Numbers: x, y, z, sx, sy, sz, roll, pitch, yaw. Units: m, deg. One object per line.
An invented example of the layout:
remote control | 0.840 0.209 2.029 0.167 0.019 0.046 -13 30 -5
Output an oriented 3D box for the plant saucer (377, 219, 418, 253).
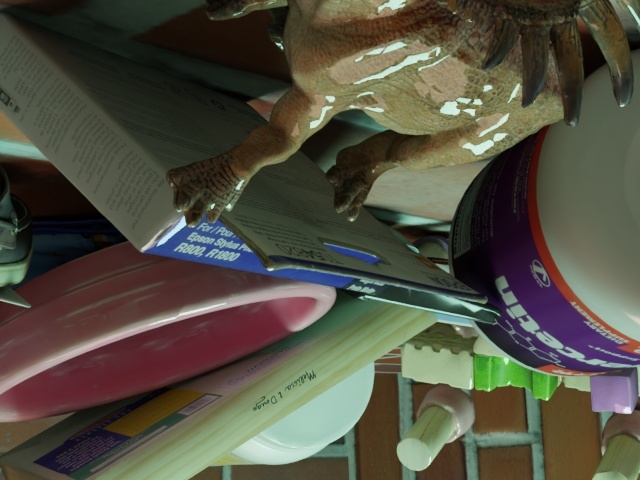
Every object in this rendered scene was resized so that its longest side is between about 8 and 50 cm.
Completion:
plant saucer | 0.000 0.000 1.214 0.195 0.037 0.195 -2 170 0

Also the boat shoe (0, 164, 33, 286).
boat shoe | -0.257 -0.024 0.848 0.103 0.092 0.285 25 -174 5

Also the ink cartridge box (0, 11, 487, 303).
ink cartridge box | -0.045 -0.024 0.657 0.224 0.045 0.223 41 -165 31

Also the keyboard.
keyboard | -0.027 -0.006 0.882 0.201 0.033 0.317 12 -174 -29

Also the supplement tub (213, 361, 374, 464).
supplement tub | -0.095 0.182 1.648 0.241 0.241 0.331 3 169 -27

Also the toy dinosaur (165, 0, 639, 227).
toy dinosaur | 0.059 -0.086 0.521 0.200 0.127 0.296 -15 171 25

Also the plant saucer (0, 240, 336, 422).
plant saucer | -0.153 0.068 1.071 0.332 0.084 0.332 -18 168 -4

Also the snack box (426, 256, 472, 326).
snack box | 0.186 0.059 1.224 0.178 0.064 0.022 7 -160 24

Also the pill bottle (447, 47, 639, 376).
pill bottle | 0.193 -0.002 0.826 0.181 0.181 0.323 -1 170 -8

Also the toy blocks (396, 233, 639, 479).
toy blocks | 0.252 0.090 1.369 0.288 0.309 0.260 6 -159 25

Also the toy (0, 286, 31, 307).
toy | -0.331 0.021 0.930 0.137 0.056 0.237 17 -173 -37

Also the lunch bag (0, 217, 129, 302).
lunch bag | -0.246 0.046 1.223 0.293 0.138 0.221 -14 165 11

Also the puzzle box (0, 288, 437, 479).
puzzle box | -0.110 0.155 1.251 0.409 0.052 0.272 -29 -169 -27
